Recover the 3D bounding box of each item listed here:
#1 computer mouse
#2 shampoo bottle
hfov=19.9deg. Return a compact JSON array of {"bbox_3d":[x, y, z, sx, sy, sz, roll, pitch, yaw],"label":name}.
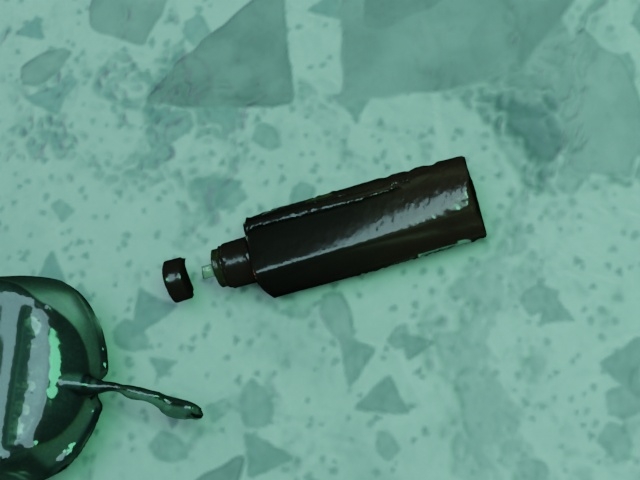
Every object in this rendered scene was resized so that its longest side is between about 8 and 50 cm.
[{"bbox_3d":[-0.264,0.103,1.358,0.379,0.090,0.167,9,83,11],"label":"computer mouse"},{"bbox_3d":[0.000,-0.002,1.322,0.236,0.068,0.067,-15,71,9],"label":"shampoo bottle"}]
